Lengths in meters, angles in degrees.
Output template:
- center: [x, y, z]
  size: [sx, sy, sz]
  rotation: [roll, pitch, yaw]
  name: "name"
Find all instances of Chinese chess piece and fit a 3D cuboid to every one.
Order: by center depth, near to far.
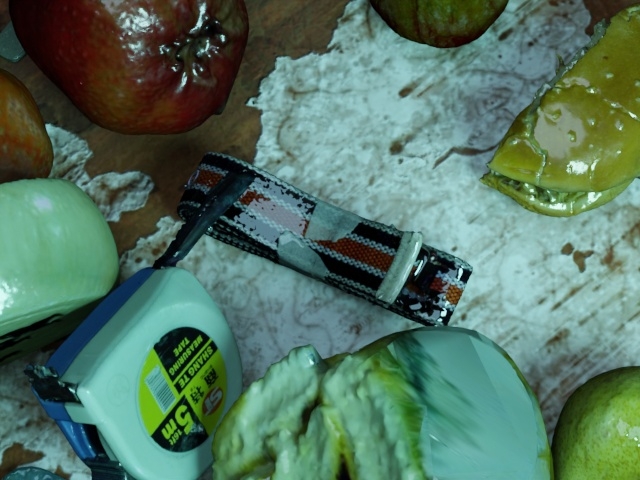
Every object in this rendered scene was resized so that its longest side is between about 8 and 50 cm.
- center: [-0.381, 0.062, 1.255]
  size: [0.349, 0.349, 0.146]
  rotation: [-24, 84, -1]
  name: "Chinese chess piece"

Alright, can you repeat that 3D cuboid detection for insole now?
- center: [-0.359, -0.315, 1.570]
  size: [0.063, 0.010, 0.192]
  rotation: [31, 78, 19]
  name: "insole"

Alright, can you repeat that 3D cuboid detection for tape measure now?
- center: [-0.145, 0.101, 1.261]
  size: [0.098, 0.215, 0.351]
  rotation: [1, 38, 38]
  name: "tape measure"

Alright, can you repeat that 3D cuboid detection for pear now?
- center: [0.324, 0.236, 1.167]
  size: [0.188, 0.211, 0.228]
  rotation: [-13, 80, 23]
  name: "pear"

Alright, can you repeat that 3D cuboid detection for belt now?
- center: [0.000, 0.000, 1.349]
  size: [0.360, 0.126, 0.094]
  rotation: [24, 84, 22]
  name: "belt"

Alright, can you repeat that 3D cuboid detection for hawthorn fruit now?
- center: [-0.435, -0.130, 1.379]
  size: [0.211, 0.262, 0.210]
  rotation: [-4, 67, 9]
  name: "hawthorn fruit"
- center: [-0.237, -0.271, 1.417]
  size: [0.265, 0.265, 0.307]
  rotation: [-49, 49, -10]
  name: "hawthorn fruit"

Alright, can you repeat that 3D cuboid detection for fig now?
- center: [0.110, -0.352, 1.382]
  size: [0.191, 0.290, 0.190]
  rotation: [-17, 57, 28]
  name: "fig"

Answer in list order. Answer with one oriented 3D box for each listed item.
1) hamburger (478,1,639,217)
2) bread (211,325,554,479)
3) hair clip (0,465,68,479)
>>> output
- center: [0.318, -0.140, 1.334]
  size: [0.157, 0.144, 0.283]
  rotation: [39, 77, 19]
  name: "hamburger"
- center: [0.097, 0.260, 1.092]
  size: [0.264, 0.239, 0.395]
  rotation: [-53, 47, 31]
  name: "bread"
- center: [-0.207, 0.385, 1.171]
  size: [0.318, 0.238, 0.392]
  rotation: [-7, 68, 3]
  name: "hair clip"
